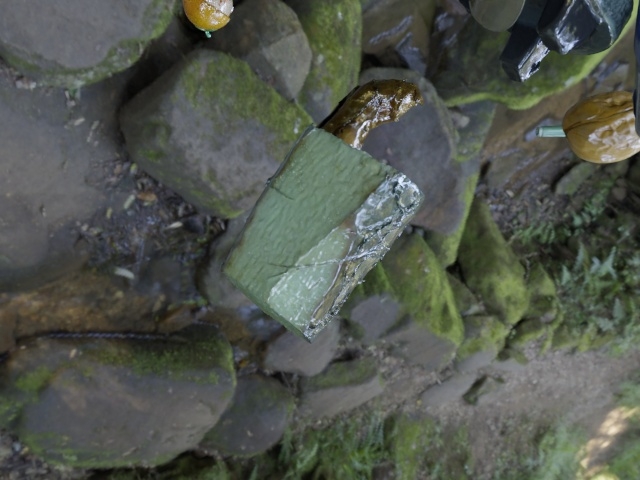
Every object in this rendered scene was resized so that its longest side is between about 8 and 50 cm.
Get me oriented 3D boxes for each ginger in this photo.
[{"bbox_3d":[0.063,-0.215,1.223,0.309,0.133,0.107,-43,138,-13],"label":"ginger"}]

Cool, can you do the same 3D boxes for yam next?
[{"bbox_3d":[0.000,-0.001,0.898,0.271,0.202,0.201,-53,153,4],"label":"yam"}]

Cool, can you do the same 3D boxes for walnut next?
[{"bbox_3d":[0.582,-0.229,1.260,0.180,0.144,0.144,-19,145,1],"label":"walnut"}]

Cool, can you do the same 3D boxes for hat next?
[{"bbox_3d":[0.161,-0.309,0.682,0.144,0.166,0.173,-1,165,-18],"label":"hat"}]

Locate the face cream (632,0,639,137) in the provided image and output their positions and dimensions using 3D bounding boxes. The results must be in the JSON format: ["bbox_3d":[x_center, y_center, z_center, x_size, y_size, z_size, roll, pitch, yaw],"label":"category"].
[{"bbox_3d":[0.573,-0.254,0.879,0.249,0.249,0.225,-29,138,-5],"label":"face cream"}]

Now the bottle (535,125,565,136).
[{"bbox_3d":[0.640,-0.302,1.733,0.083,0.030,0.030,-2,141,-4],"label":"bottle"}]

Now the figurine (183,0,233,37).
[{"bbox_3d":[-0.217,-0.555,1.341,0.124,0.324,0.222,28,102,-33],"label":"figurine"}]

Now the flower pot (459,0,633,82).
[{"bbox_3d":[0.346,-0.415,0.957,0.282,0.299,0.299,-57,143,2],"label":"flower pot"}]
